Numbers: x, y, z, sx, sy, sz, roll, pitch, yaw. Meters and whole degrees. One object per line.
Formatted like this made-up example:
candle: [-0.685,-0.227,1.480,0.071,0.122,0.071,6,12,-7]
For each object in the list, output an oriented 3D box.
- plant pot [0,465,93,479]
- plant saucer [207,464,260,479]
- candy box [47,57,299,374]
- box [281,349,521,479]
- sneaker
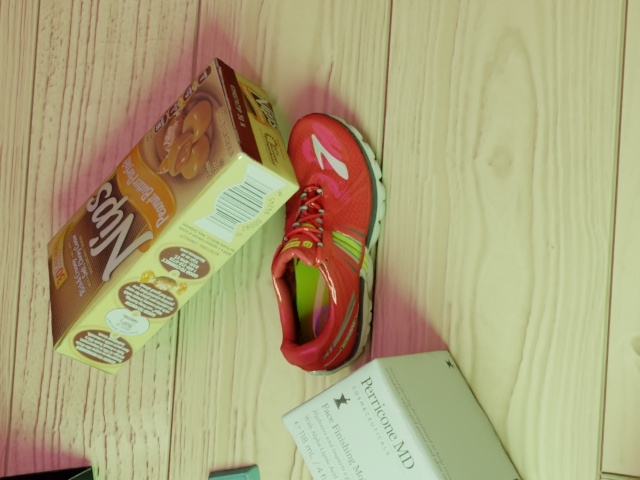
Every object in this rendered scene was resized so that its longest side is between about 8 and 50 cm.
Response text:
plant pot: [-0.372,0.382,1.286,0.187,0.188,0.167,-12,95,27]
plant saucer: [-0.085,0.350,1.217,0.067,0.018,0.192,-14,81,27]
candy box: [-0.172,-0.024,1.197,0.316,0.087,0.183,-44,37,21]
box: [0.086,0.210,1.040,0.119,0.182,0.181,-36,71,22]
sneaker: [0.000,0.000,1.134,0.107,0.118,0.279,-5,84,27]
